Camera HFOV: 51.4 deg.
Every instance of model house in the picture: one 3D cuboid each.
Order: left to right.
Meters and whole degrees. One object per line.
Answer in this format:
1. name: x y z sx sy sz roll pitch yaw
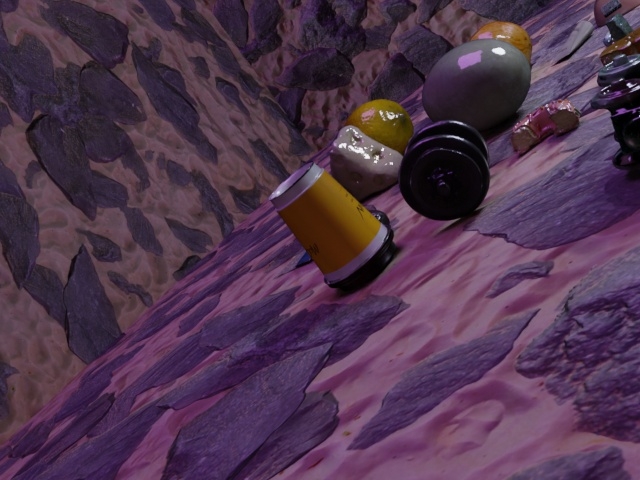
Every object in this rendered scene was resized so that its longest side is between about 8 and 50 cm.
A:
1. model house: 0.784 -0.554 1.762 0.066 0.083 0.078 -29 15 42

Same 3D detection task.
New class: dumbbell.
1. dumbbell: 0.269 -0.154 1.443 0.192 0.192 0.290 -32 13 23

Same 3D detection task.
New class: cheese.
1. cheese: 0.153 -0.220 2.200 0.247 0.252 0.173 98 -163 -53

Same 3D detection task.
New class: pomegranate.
1. pomegranate: 0.588 -0.600 2.193 0.248 0.248 0.248 -35 11 8

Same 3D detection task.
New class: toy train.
1. toy train: 0.553 -0.226 1.037 0.222 0.150 0.304 -17 19 32

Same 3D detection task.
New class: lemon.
1. lemon: 0.204 -0.385 2.438 0.245 0.245 0.320 -45 9 -35

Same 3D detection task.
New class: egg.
1. egg: 0.437 -0.433 1.889 0.258 0.258 0.352 -41 12 -19

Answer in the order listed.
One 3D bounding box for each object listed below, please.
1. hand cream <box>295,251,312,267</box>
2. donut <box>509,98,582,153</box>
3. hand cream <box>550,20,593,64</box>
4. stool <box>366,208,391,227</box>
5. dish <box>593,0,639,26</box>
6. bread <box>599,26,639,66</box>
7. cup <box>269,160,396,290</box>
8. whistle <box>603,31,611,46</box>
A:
1. hand cream: 0.000 0.000 2.031 0.083 0.048 0.224 -24 23 50
2. donut: 0.505 -0.266 1.495 0.166 0.065 0.117 -26 16 37
3. hand cream: 0.803 -0.630 2.106 0.186 0.054 0.087 -48 10 -20
4. stool: 0.095 -0.033 1.688 0.121 0.125 0.217 -56 32 -5
5. dish: 0.965 -0.790 2.143 0.213 0.090 0.213 -35 12 9
6. bread: 0.711 -0.431 1.528 0.128 0.069 0.140 -32 11 28
7. cup: 0.025 -0.032 1.478 0.196 0.279 0.196 -39 15 12
8. whistle: 0.808 -0.563 1.852 0.035 0.035 0.100 -28 13 39
